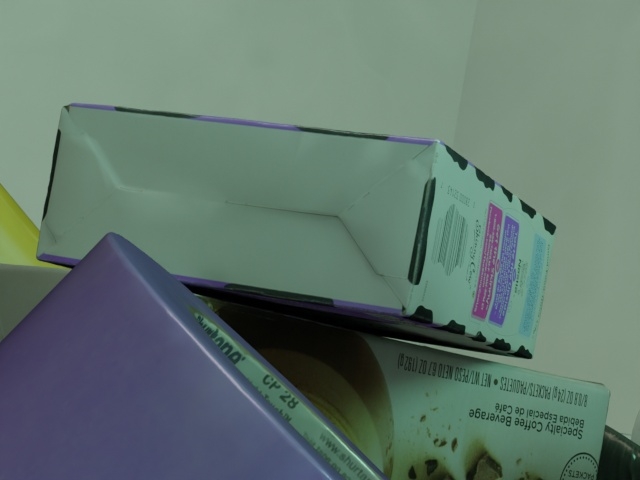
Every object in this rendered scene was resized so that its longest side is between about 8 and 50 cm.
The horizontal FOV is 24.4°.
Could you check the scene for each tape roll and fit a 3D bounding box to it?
[{"bbox_3d":[-0.017,0.090,0.400,0.189,0.080,0.189,44,-1,1],"label":"tape roll"}]

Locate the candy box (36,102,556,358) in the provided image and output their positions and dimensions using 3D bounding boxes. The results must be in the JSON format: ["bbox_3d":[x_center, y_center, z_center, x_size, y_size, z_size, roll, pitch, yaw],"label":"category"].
[{"bbox_3d":[0.000,0.000,0.657,0.165,0.070,0.196,8,-6,23],"label":"candy box"}]

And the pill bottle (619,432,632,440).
[{"bbox_3d":[0.311,0.213,0.982,0.278,0.162,0.162,5,-8,39],"label":"pill bottle"}]

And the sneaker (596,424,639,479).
[{"bbox_3d":[0.057,0.162,0.963,0.448,0.169,0.257,3,-7,33],"label":"sneaker"}]

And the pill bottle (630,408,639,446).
[{"bbox_3d":[0.292,0.139,0.793,0.152,0.152,0.272,13,2,-26],"label":"pill bottle"}]

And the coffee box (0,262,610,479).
[{"bbox_3d":[-0.013,0.121,0.672,0.297,0.168,0.119,16,-8,-41],"label":"coffee box"}]

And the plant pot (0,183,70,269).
[{"bbox_3d":[-0.239,0.059,0.829,0.239,0.254,0.254,42,-21,-26],"label":"plant pot"}]
